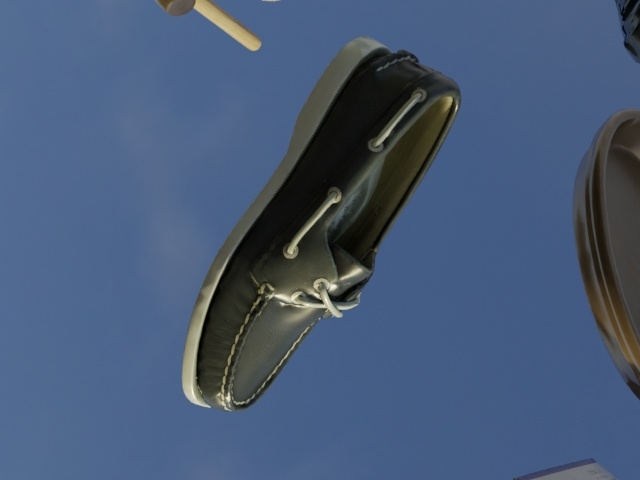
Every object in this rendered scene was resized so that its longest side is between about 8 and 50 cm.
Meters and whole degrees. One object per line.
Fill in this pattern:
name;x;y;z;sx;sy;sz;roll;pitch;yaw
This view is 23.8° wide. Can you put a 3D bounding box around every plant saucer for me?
plant saucer;0.279;0.028;1.247;0.041;0.278;0.278;-19;-107;32

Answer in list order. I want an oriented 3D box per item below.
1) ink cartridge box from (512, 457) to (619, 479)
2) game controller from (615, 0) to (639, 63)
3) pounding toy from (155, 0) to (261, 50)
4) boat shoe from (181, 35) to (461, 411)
ink cartridge box;0.312;0.316;1.201;0.371;0.175;0.069;42;-71;25
game controller;0.231;-0.199;0.586;0.067;0.166;0.319;43;-52;3
pounding toy;-0.047;-0.266;1.273;0.154;0.269;0.155;63;-35;18
boat shoe;0.000;0.000;1.106;0.091;0.114;0.303;28;-84;27
